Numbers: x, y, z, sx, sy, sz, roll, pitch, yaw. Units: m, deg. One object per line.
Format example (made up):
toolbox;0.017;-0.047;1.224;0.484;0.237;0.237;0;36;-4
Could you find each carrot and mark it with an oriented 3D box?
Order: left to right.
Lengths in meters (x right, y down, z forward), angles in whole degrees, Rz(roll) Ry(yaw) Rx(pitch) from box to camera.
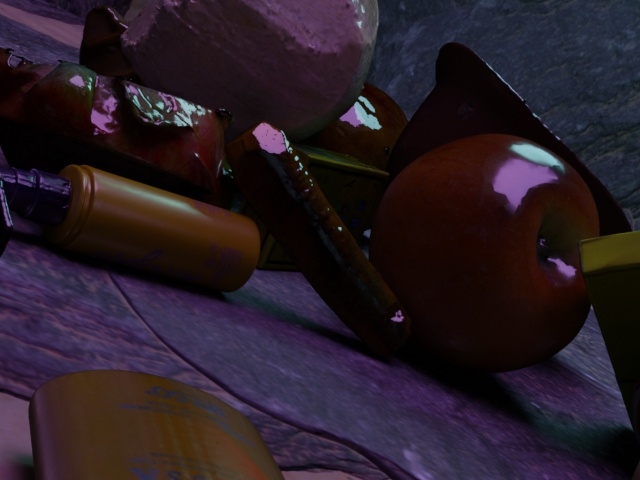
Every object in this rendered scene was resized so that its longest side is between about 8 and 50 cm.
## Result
carrot;0.000;0.000;1.166;0.260;0.070;0.070;53;6;-9

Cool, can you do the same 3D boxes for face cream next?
face cream;-0.182;-0.019;1.068;0.273;0.078;0.078;18;12;-37
face cream;-0.056;0.145;0.531;0.139;0.067;0.285;18;11;-21

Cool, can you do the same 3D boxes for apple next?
apple;0.180;0.013;1.255;0.253;0.253;0.253;24;10;-4

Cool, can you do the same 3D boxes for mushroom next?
mushroom;0.040;-0.123;1.768;0.283;0.195;0.263;43;35;-43

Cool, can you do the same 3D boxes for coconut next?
coconut;-0.066;-0.242;1.407;0.254;0.297;0.297;43;4;-17

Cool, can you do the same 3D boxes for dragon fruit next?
dragon fruit;-0.210;-0.102;1.192;0.268;0.130;0.295;10;-1;24

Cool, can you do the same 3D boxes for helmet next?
helmet;0.197;-0.029;1.523;0.385;0.230;0.337;51;-5;-23

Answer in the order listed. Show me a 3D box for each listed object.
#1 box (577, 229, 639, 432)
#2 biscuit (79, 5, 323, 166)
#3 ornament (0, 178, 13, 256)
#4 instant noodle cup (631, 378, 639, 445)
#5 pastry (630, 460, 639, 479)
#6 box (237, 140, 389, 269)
box;0.388;0.096;1.223;0.187;0.047;0.335;-9;-38;19
biscuit;-0.134;-0.211;1.600;0.366;0.268;0.115;-15;-3;-2
ornament;-0.304;-0.008;0.764;0.203;0.088;0.081;0;48;-41
instant noodle cup;0.382;0.199;1.122;0.168;0.168;0.185;25;17;4
pastry;0.311;0.221;0.930;0.156;0.092;0.156;31;6;-3
box;-0.011;-0.037;1.409;0.064;0.141;0.220;28;11;27
